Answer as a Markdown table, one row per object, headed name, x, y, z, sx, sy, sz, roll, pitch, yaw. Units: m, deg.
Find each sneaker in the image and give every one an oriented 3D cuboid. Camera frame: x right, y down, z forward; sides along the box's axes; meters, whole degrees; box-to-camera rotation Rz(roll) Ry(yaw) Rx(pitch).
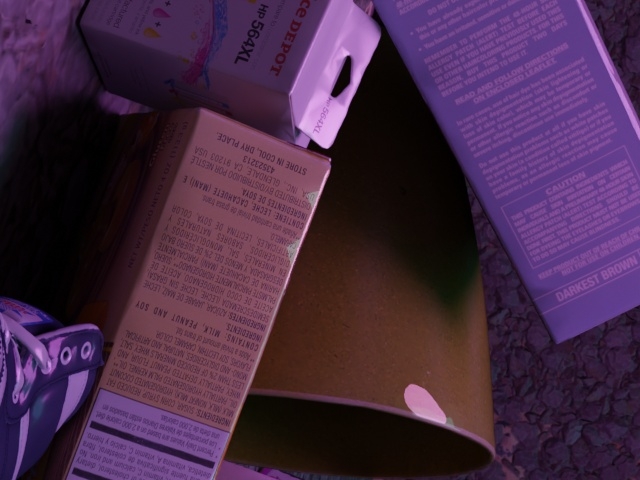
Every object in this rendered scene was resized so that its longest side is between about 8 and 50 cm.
| name | x | y | z | sx | sy | sz | roll | pitch | yaw |
| --- | --- | --- | --- | --- | --- | --- | --- | --- | --- |
| sneaker | -0.161 | 0.039 | 0.660 | 0.153 | 0.099 | 0.282 | -55 | 169 | -41 |

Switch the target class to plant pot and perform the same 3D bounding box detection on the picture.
| name | x | y | z | sx | sy | sz | roll | pitch | yaw |
| --- | --- | --- | --- | --- | --- | --- | --- | --- | --- |
| plant pot | 0.000 | 0.000 | 1.106 | 0.275 | 0.274 | 0.294 | 77 | 18 | -71 |

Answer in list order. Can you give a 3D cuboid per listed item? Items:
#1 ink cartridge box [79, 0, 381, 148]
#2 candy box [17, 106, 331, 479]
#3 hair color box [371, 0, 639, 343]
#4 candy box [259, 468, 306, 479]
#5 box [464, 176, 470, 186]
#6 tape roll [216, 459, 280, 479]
| name | x | y | z | sx | sy | sz | roll | pitch | yaw |
| --- | --- | --- | --- | --- | --- | --- | --- | --- | --- |
| ink cartridge box | -0.045 | -0.117 | 0.859 | 0.090 | 0.143 | 0.092 | 80 | 30 | -70 |
| candy box | -0.111 | 0.087 | 0.854 | 0.317 | 0.087 | 0.183 | -70 | -161 | -4 |
| hair color box | 0.103 | -0.140 | 0.967 | 0.374 | 0.113 | 0.185 | 60 | 9 | -25 |
| candy box | -0.086 | 0.407 | 1.817 | 0.159 | 0.071 | 0.233 | -48 | 156 | -64 |
| box | 0.139 | -0.173 | 1.654 | 0.243 | 0.117 | 0.214 | 19 | 75 | -81 |
| tape roll | -0.046 | 0.226 | 1.094 | 0.286 | 0.286 | 0.100 | 72 | 37 | -74 |
